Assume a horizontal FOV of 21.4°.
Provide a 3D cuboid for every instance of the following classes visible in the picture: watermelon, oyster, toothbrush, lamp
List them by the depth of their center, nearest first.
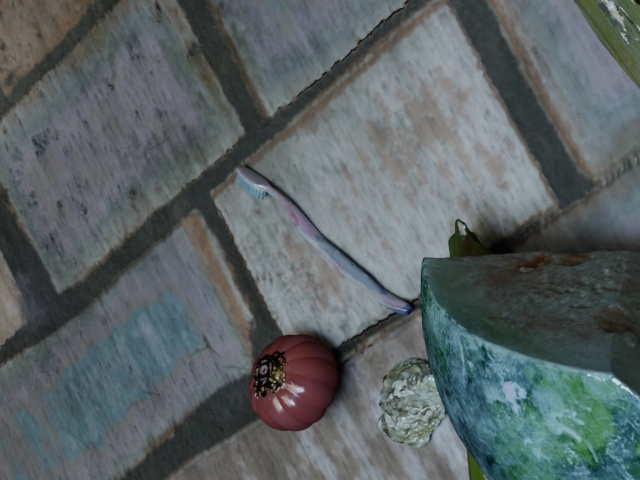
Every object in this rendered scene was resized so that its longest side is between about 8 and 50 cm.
[{"bbox_3d":[0.258,0.121,1.491,0.387,0.258,0.228,31,147,50],"label":"watermelon"},{"bbox_3d":[0.095,0.173,1.767,0.098,0.037,0.100,10,108,40],"label":"oyster"},{"bbox_3d":[0.000,0.000,1.816,0.269,0.021,0.027,40,137,27],"label":"toothbrush"},{"bbox_3d":[-0.030,0.154,1.834,0.107,0.092,0.108,-23,55,36],"label":"lamp"}]

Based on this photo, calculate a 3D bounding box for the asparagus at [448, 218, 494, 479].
[{"bbox_3d":[0.171,0.147,1.667,0.082,0.085,0.343,-6,92,53],"label":"asparagus"}]

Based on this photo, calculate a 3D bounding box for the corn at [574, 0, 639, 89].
[{"bbox_3d":[0.313,-0.152,1.436,0.305,0.123,0.122,54,131,18],"label":"corn"}]
